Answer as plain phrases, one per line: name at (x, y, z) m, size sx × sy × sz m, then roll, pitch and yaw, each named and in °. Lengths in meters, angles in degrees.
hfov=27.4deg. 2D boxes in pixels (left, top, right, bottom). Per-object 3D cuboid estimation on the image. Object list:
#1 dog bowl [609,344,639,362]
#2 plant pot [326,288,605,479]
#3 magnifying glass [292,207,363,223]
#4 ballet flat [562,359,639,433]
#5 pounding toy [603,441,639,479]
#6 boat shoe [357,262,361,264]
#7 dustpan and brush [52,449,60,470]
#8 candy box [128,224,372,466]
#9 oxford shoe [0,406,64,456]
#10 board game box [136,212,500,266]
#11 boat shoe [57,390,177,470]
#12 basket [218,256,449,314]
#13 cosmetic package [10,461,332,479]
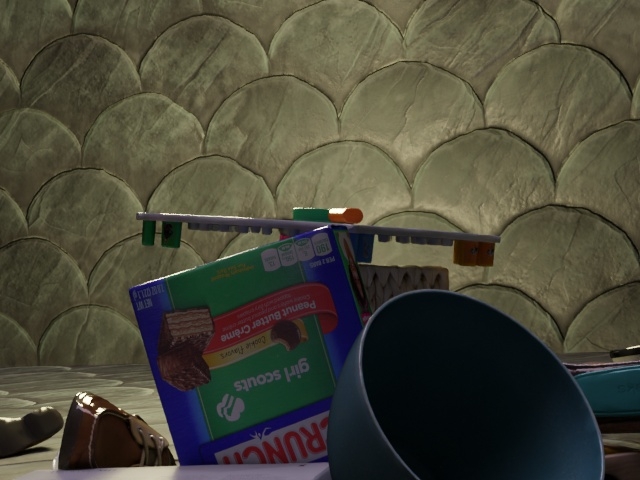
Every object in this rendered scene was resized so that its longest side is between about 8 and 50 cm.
dog bowl at (0.660, 0.216, 2.022) m, size 0.408 × 0.150 × 0.408 m, roll -7°, pitch -8°, yaw -1°
plant pot at (0.121, 0.225, 1.376) m, size 0.290 × 0.290 × 0.195 m, roll -3°, pitch -37°, yaw -38°
magnifying glass at (0.019, -0.034, 1.887) m, size 0.092 × 0.026 × 0.231 m, roll 4°, pitch -2°, yaw -13°
ballet flat at (0.288, 0.196, 1.577) m, size 0.316 × 0.107 × 0.106 m, roll 1°, pitch -19°, yaw 22°
pounding toy at (0.345, 0.278, 1.532) m, size 0.206 × 0.094 × 0.181 m, roll -4°, pitch 0°, yaw -22°
boat shoe at (-0.028, 0.052, 2.281) m, size 0.105 × 0.089 × 0.285 m, roll -4°, pitch 7°, yaw 33°
dustpan and brush at (-0.360, 0.339, 2.157) m, size 0.147 × 0.060 × 0.211 m, roll -3°, pitch 0°, yaw -7°
candy box at (-0.055, 0.169, 1.587) m, size 0.268 × 0.317 × 0.122 m, roll -18°, pitch -1°, yaw 13°
oxford shoe at (-0.565, 0.359, 2.363) m, size 0.212 × 0.076 × 0.076 m, roll -6°, pitch -28°, yaw -46°
board game box at (0.000, 0.000, 1.904) m, size 0.390 × 0.050 × 0.390 m, roll 4°, pitch 0°, yaw 37°
boat shoe at (-0.254, 0.276, 1.720) m, size 0.120 × 0.122 × 0.324 m, roll 7°, pitch -16°, yaw 7°
basket at (0.011, 0.185, 2.018) m, size 0.266 × 0.331 × 0.328 m, roll -1°, pitch 0°, yaw -27°
cosmetic package at (-0.190, 0.307, 1.411) m, size 0.377 × 0.097 × 0.284 m, roll -4°, pitch 1°, yaw 13°
